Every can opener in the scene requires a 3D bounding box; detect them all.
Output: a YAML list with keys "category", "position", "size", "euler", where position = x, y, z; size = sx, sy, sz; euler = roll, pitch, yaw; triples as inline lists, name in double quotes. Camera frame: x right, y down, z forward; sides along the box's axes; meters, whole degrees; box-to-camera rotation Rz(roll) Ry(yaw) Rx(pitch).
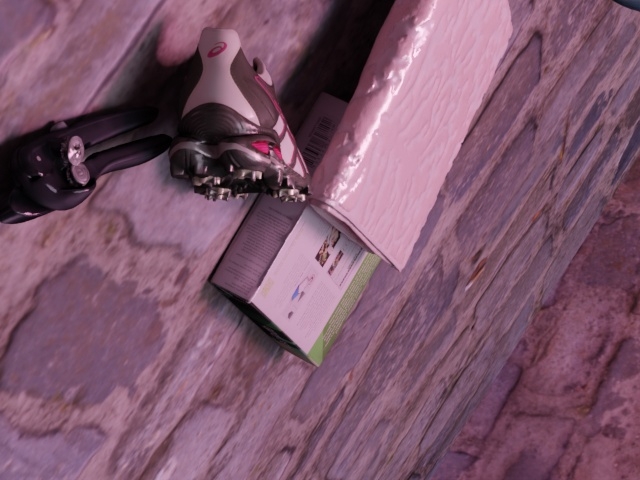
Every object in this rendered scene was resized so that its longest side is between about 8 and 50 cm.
- category: "can opener"
  position: [-0.171, -0.067, 1.031]
  size: [0.186, 0.073, 0.059]
  euler: [-40, 112, -54]

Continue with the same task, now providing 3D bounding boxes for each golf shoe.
- category: "golf shoe"
  position: [-0.061, -0.095, 1.179]
  size: [0.273, 0.105, 0.120]
  euler: [66, 24, -84]

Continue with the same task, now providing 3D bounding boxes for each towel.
- category: "towel"
  position: [0.103, -0.148, 1.458]
  size: [0.332, 0.053, 0.317]
  euler: [-65, 162, -6]

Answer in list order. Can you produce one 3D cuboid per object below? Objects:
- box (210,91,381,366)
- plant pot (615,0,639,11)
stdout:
- category: "box"
  position: [0.000, 0.000, 1.537]
  size: [0.232, 0.058, 0.322]
  euler: [-59, 159, -9]
- category: "plant pot"
  position: [0.350, -0.408, 1.613]
  size: [0.255, 0.271, 0.271]
  euler: [-6, 122, -50]
